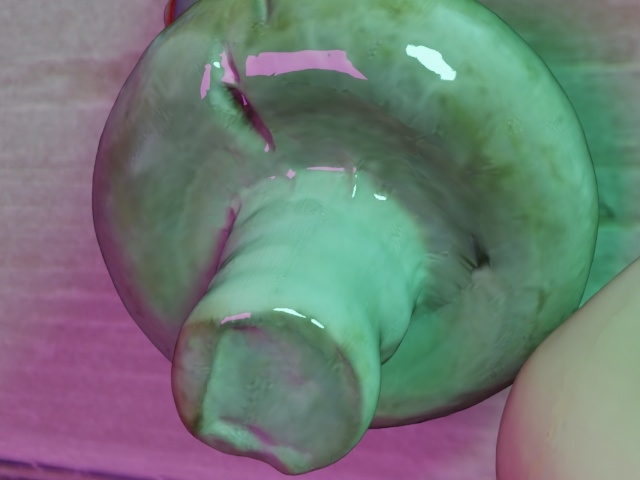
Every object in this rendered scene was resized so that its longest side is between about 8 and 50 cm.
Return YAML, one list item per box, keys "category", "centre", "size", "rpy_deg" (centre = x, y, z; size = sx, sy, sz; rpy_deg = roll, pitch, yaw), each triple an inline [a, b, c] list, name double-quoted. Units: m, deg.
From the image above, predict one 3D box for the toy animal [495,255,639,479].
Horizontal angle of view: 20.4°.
- category: "toy animal"
  centre: [0.202, 0.151, 0.700]
  size: [0.326, 0.237, 0.269]
  rpy_deg: [27, 102, 39]

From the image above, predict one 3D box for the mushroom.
- category: "mushroom"
  centre: [0.000, 0.000, 0.811]
  size: [0.243, 0.243, 0.243]
  rpy_deg: [5, 98, 38]

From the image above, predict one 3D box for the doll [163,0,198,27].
- category: "doll"
  centre: [-0.025, -0.161, 0.929]
  size: [0.142, 0.076, 0.245]
  rpy_deg: [9, 97, 39]
